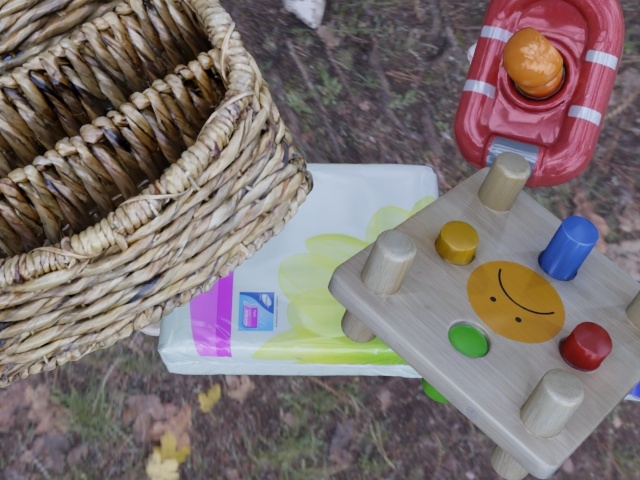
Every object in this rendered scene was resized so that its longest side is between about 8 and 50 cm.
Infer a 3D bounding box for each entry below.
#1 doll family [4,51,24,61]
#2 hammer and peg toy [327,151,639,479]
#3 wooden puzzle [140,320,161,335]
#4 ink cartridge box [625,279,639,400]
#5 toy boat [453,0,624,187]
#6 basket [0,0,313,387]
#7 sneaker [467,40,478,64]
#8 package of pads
[{"bbox_3d":[-0.361,-0.172,1.257,0.263,0.118,0.163,-7,140,-4],"label":"doll family"},{"bbox_3d":[0.216,0.092,0.986,0.361,0.266,0.127,40,138,18],"label":"hammer and peg toy"},{"bbox_3d":[-0.310,-0.056,1.633,0.348,0.322,0.080,37,137,-10],"label":"wooden puzzle"},{"bbox_3d":[0.342,0.127,1.539,0.333,0.065,0.165,5,78,14],"label":"ink cartridge box"},{"bbox_3d":[0.222,-0.176,1.122,0.151,0.151,0.231,16,87,16],"label":"toy boat"},{"bbox_3d":[-0.185,-0.066,0.791,0.299,0.213,0.223,-30,125,-5],"label":"basket"},{"bbox_3d":[0.289,-0.311,1.871,0.070,0.134,0.051,-41,67,12],"label":"sneaker"},{"bbox_3d":[-0.017,0.027,1.194,0.297,0.101,0.229,1,66,1],"label":"package of pads"}]
